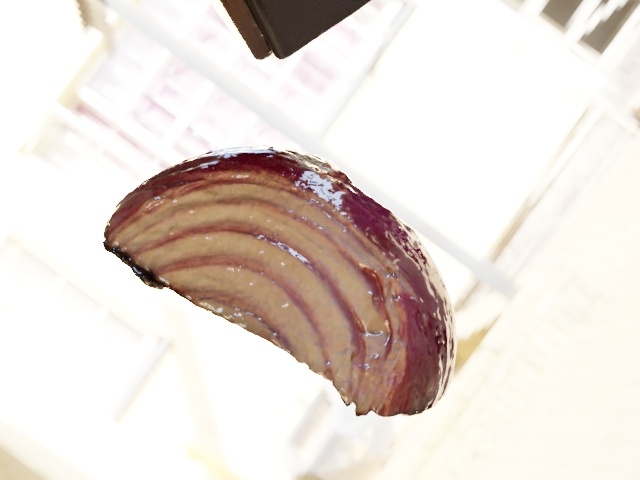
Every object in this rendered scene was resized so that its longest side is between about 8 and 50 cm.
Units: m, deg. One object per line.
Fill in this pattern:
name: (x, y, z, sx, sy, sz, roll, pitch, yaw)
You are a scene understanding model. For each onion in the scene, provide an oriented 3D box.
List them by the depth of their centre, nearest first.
onion: (0.000, 0.000, 1.128, 0.111, 0.250, 0.247, -64, -13, 16)

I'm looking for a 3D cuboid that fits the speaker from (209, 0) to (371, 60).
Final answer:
speaker: (-0.046, -0.258, 1.120, 0.153, 0.192, 0.231, -36, -21, -2)
